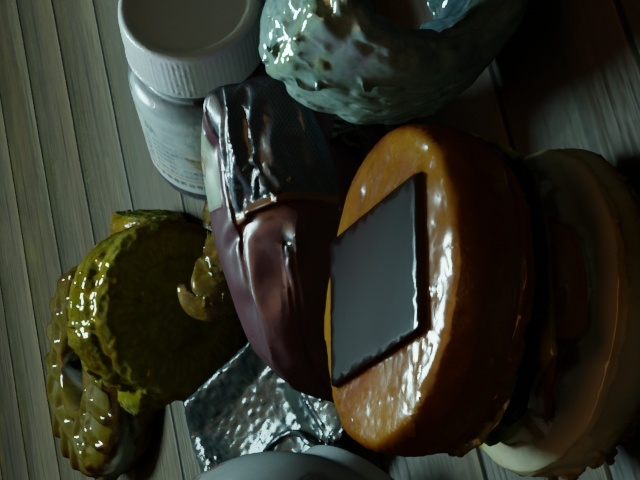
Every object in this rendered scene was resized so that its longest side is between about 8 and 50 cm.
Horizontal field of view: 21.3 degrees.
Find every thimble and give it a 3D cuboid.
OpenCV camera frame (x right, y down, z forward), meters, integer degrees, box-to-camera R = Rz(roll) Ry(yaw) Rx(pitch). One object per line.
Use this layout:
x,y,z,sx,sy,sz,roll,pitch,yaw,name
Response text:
0.068,-0.215,1.473,0.205,0.250,0.172,56,147,3,thimble

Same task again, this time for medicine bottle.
-0.124,-0.173,1.840,0.273,0.165,0.165,80,174,-60,medicine bottle

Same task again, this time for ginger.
-0.108,-0.052,2.008,0.107,0.133,0.309,115,154,-62,ginger

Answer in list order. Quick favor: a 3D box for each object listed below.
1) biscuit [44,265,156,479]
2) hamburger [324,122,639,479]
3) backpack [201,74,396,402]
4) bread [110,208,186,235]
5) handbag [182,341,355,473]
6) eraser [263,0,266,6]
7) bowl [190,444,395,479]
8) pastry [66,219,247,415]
-0.331,0.190,2.545,0.332,0.103,0.332,179,90,-66,biscuit
0.140,0.052,1.352,0.291,0.225,0.291,-174,90,-66,hamburger
0.000,0.000,1.666,0.283,0.197,0.317,6,-110,-76,backpack
-0.230,0.045,2.310,0.132,0.103,0.172,-167,75,-65,bread
-0.038,0.190,1.840,0.270,0.088,0.175,-44,49,21,handbag
-0.037,-0.309,1.836,0.279,0.124,0.081,165,103,-65,eraser
0.004,0.306,1.690,0.157,0.345,0.345,-53,9,-27,bowl
-0.195,0.092,2.083,0.132,0.240,0.235,-22,73,59,pastry
